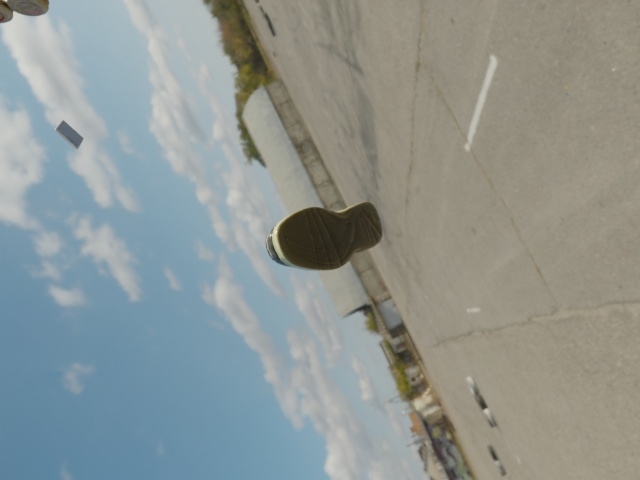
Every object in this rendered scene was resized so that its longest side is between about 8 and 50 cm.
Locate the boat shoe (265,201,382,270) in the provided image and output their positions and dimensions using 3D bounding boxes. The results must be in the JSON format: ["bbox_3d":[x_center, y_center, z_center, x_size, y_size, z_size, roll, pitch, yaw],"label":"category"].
[{"bbox_3d":[0.000,-0.001,0.796,0.223,0.073,0.080,-18,-91,-54],"label":"boat shoe"}]

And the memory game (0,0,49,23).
[{"bbox_3d":[-0.311,-0.233,0.531,0.186,0.186,0.012,51,-148,-77],"label":"memory game"}]

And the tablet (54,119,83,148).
[{"bbox_3d":[-0.486,-0.205,1.223,0.054,0.006,0.083,45,-172,-25],"label":"tablet"}]
